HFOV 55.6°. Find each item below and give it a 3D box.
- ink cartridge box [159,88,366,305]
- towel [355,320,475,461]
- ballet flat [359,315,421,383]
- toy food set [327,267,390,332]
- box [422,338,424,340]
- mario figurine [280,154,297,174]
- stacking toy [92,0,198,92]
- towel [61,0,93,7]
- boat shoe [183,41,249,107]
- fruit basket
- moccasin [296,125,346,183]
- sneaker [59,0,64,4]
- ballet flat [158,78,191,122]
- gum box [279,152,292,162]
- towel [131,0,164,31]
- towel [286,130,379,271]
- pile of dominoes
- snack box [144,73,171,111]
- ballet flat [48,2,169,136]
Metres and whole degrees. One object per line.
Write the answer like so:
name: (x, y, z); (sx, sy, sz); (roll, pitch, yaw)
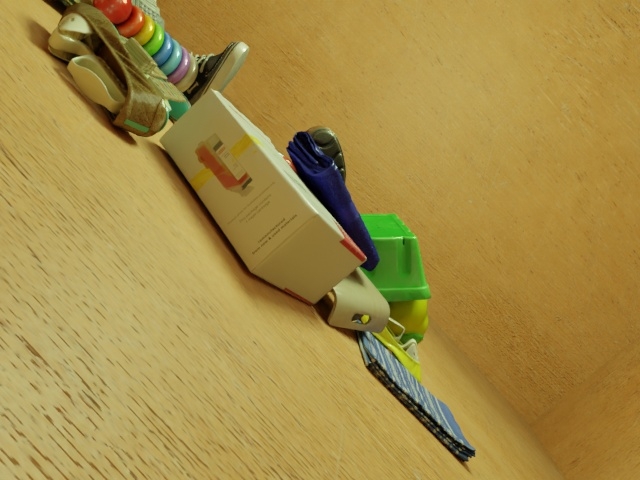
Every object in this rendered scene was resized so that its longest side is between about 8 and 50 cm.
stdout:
ink cartridge box: (-0.114, -0.083, 1.225); (0.384, 0.160, 0.279); (52, 7, 29)
towel: (0.210, 0.334, 1.384); (0.336, 0.040, 0.243); (46, 6, -12)
ballet flat: (0.198, 0.262, 1.544); (0.231, 0.077, 0.077); (48, 6, 0)
toy food set: (0.010, 0.086, 1.413); (0.220, 0.092, 0.306); (18, 26, -51)
box: (0.235, 0.243, 1.960); (0.087, 0.058, 0.232); (39, 11, -48)
mario figurine: (-0.170, -0.143, 1.573); (0.198, 0.170, 0.320); (9, 5, -12)
stacking toy: (-0.457, -0.516, 1.551); (0.141, 0.141, 0.330); (52, 4, 32)
towel: (-0.580, -0.634, 1.524); (0.370, 0.040, 0.271); (38, 33, -71)
boat shoe: (-0.340, -0.486, 1.736); (0.158, 0.340, 0.127); (41, 51, -11)
fruit basket: (0.174, 0.128, 1.732); (0.392, 0.283, 0.391); (179, -90, -86)
moccasin: (-0.002, -0.122, 1.604); (0.147, 0.139, 0.380); (-123, -159, -55)
sneaker: (-0.639, -0.603, 1.446); (0.161, 0.057, 0.075); (52, 27, -51)
ballet flat: (-0.389, -0.364, 1.558); (0.188, 0.070, 0.070); (52, 8, 10)
gum box: (-0.173, -0.234, 1.776); (0.184, 0.041, 0.157); (34, -21, -23)
towel: (-0.567, -0.691, 1.822); (0.324, 0.056, 0.312); (38, 35, -60)
towel: (0.025, -0.086, 1.408); (0.308, 0.076, 0.227); (61, -2, -35)
pile of dominoes: (-0.381, -0.402, 1.381); (0.196, 0.040, 0.251); (48, 7, -8)
snack box: (-0.443, -0.389, 1.354); (0.187, 0.060, 0.322); (42, 9, -38)
ballet flat: (-0.406, -0.318, 1.086); (0.342, 0.116, 0.124); (53, 27, 16)
